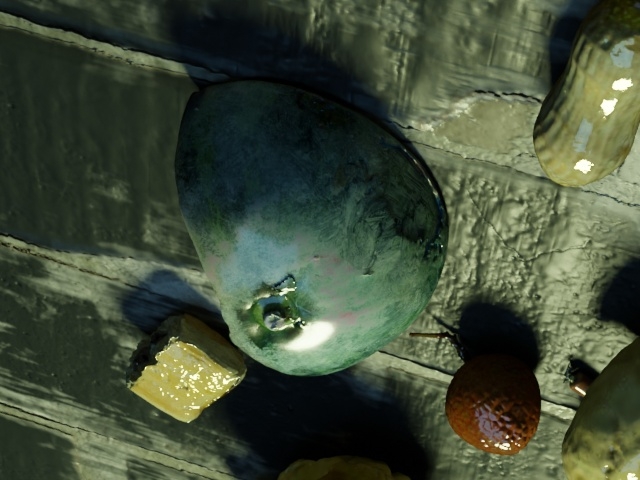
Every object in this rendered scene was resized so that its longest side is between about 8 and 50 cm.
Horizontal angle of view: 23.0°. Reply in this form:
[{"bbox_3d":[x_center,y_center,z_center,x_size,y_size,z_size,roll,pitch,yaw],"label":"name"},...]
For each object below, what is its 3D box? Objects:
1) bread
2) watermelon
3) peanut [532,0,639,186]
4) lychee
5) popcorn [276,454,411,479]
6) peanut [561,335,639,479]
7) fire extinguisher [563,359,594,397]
[{"bbox_3d":[-0.154,0.140,1.781,0.106,0.082,0.125,31,129,-23],"label":"bread"},{"bbox_3d":[-0.003,0.005,1.492,0.188,0.175,0.322,-18,125,38],"label":"watermelon"},{"bbox_3d":[0.235,-0.121,1.315,0.087,0.087,0.206,22,139,3],"label":"peanut"},{"bbox_3d":[0.175,0.156,1.633,0.101,0.140,0.114,-20,161,33],"label":"lychee"},{"bbox_3d":[-0.002,0.382,1.834,0.225,0.265,0.332,43,154,-26],"label":"popcorn"},{"bbox_3d":[0.387,0.153,1.480,0.340,0.158,0.174,-8,91,36],"label":"peanut"},{"bbox_3d":[0.285,0.155,1.633,0.083,0.022,0.028,36,99,-13],"label":"fire extinguisher"}]
